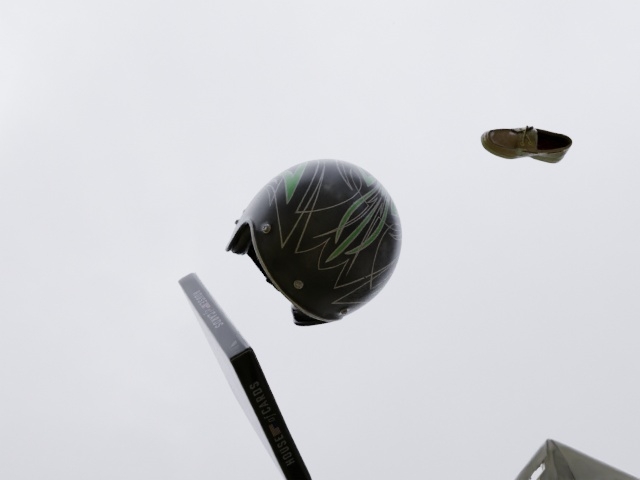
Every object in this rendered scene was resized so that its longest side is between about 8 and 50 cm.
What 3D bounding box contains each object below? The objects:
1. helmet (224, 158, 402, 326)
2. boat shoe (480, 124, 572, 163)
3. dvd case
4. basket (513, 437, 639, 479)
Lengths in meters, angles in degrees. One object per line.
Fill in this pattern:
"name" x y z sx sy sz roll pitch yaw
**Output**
"helmet" 0.000 0.000 0.728 0.170 0.162 0.169 7 -105 -27
"boat shoe" 0.297 -0.144 1.064 0.136 0.045 0.050 3 -116 -16
"dvd case" -0.091 0.150 0.837 0.030 0.239 0.179 -28 -66 -14
"basket" 0.344 0.357 0.962 0.167 0.113 0.103 20 -41 41
